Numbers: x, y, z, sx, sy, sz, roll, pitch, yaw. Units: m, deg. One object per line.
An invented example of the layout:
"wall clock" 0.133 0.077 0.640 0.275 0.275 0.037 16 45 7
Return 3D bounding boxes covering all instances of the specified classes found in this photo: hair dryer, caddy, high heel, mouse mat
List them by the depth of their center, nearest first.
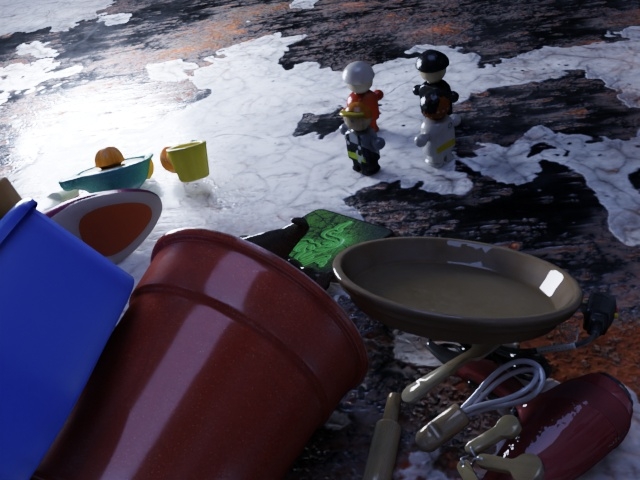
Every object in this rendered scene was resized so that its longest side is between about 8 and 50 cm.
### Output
"caddy" -0.316 0.106 0.620 0.241 0.179 0.341 -45 19 26
"hair dryer" 0.218 0.177 0.760 0.224 0.080 0.293 -13 28 27
"mouse mat" 0.000 0.000 1.049 0.153 0.007 0.190 18 33 33
"high heel" -0.450 -0.005 1.132 0.377 0.127 0.181 -25 27 -27

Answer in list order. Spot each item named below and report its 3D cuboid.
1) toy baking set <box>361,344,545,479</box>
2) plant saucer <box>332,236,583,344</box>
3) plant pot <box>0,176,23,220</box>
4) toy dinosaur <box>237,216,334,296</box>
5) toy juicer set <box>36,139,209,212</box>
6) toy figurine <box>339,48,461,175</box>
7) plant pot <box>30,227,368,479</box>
"toy baking set" 0.133 0.197 0.710 0.197 0.030 0.256 -20 33 29
"plant saucer" 0.151 0.052 0.801 0.278 0.041 0.278 4 17 -1
"plant pot" -0.578 -0.032 1.214 0.096 0.109 0.109 -7 35 27
"toy dinosaur" -0.071 0.056 0.870 0.160 0.313 0.121 23 73 7
"toy juicer set" -0.365 -0.127 1.239 0.329 0.089 0.209 -17 17 -11
"toy figurine" 0.136 -0.228 1.227 0.213 0.148 0.209 -4 37 11
"plant pot" -0.129 0.175 0.699 0.273 0.272 0.265 11 50 28
